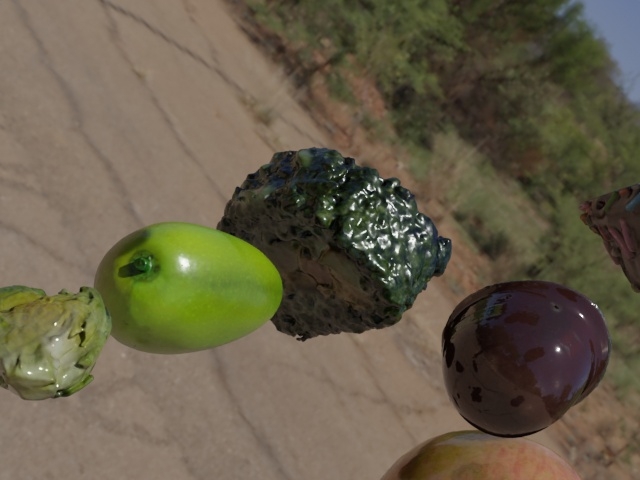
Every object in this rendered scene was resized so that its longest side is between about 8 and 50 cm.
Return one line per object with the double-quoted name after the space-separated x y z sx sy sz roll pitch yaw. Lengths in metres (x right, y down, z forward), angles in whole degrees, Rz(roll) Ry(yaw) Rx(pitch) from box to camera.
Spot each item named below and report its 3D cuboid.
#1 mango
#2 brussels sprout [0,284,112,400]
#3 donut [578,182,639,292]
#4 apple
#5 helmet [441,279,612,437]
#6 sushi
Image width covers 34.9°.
-0.167 0.070 1.372 0.343 0.192 0.156 17 44 -58 "mango"
-0.292 0.105 1.052 0.139 0.100 0.181 16 33 -13 "brussels sprout"
0.286 -0.023 0.633 0.235 0.235 0.089 -8 79 -74 "donut"
0.214 0.437 1.397 0.364 0.364 0.364 44 13 -13 "apple"
0.191 0.126 0.978 0.155 0.175 0.106 62 25 -10 "helmet"
0.000 0.000 1.620 0.294 0.352 0.178 54 53 -22 "sushi"
